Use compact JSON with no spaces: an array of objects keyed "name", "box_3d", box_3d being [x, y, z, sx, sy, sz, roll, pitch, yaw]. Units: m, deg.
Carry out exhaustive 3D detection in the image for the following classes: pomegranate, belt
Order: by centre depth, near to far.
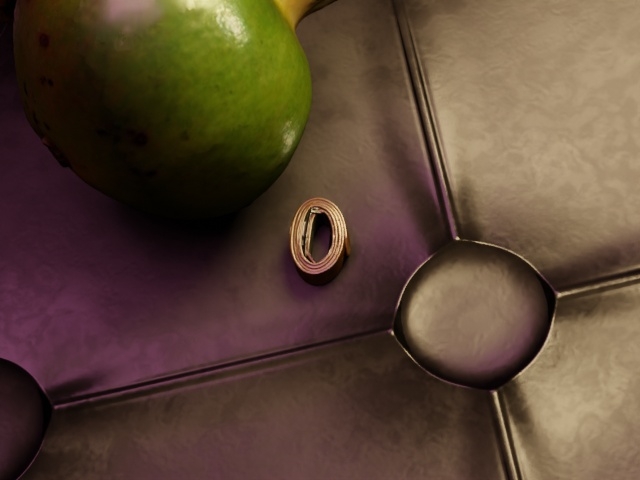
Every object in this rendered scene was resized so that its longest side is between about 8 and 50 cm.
[{"name":"pomegranate","box_3d":[-0.104,-0.177,1.374,0.358,0.310,0.216,-34,34,-4]},{"name":"belt","box_3d":[0.000,0.000,1.436,0.059,0.036,0.083,0,66,9]}]

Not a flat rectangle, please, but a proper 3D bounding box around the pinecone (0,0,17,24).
[{"name":"pinecone","box_3d":[-0.251,-0.393,1.532,0.384,0.384,0.384,-4,64,8]}]
